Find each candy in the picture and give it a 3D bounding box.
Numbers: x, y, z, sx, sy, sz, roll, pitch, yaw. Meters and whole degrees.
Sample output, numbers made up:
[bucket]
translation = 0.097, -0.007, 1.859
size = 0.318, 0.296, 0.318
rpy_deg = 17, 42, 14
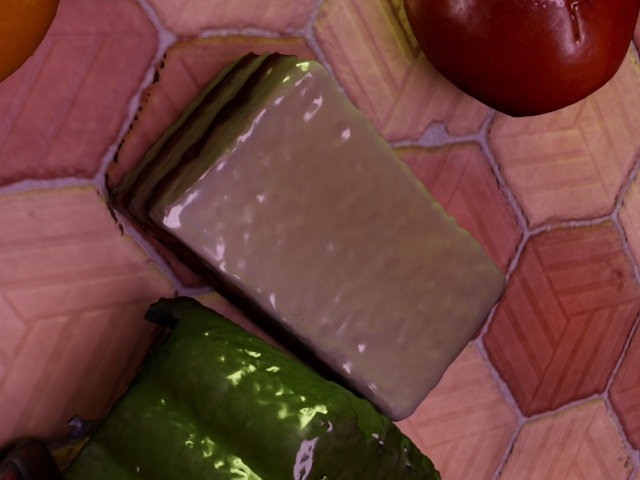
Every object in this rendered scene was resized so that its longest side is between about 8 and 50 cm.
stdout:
[candy]
translation = 0.000, 0.000, 0.775
size = 0.321, 0.135, 0.179
rpy_deg = 43, 78, -32

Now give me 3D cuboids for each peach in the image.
[peach]
translation = 0.177, -0.228, 0.798
size = 0.226, 0.196, 0.190
rpy_deg = 56, 36, -25

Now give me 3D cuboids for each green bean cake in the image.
[green bean cake]
translation = -0.079, 0.247, 0.701
size = 0.319, 0.218, 0.335
rpy_deg = -56, 143, -12

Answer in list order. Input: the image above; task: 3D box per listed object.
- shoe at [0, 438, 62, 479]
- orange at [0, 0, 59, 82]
[shoe]
translation = -0.305, 0.266, 0.660
size = 0.291, 0.137, 0.114
rpy_deg = -48, 132, -45
[orange]
translation = -0.265, -0.186, 0.514
size = 0.246, 0.246, 0.246
rpy_deg = -7, 105, -29
